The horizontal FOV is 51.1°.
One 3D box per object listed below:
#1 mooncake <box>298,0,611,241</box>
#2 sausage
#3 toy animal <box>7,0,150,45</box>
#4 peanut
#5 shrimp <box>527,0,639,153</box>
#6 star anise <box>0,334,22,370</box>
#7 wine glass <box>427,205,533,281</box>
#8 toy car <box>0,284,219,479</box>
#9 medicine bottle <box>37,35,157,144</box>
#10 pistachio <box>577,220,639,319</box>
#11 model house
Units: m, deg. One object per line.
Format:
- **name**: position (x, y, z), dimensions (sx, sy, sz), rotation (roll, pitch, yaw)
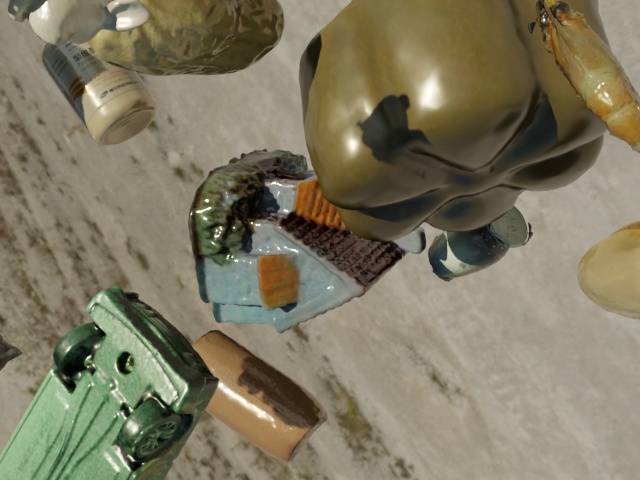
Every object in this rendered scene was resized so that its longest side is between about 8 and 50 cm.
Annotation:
- **mooncake**: position (0.199, -0.185, 0.983), dimensions (0.467, 0.468, 0.262), rotation (121, 140, -63)
- **sausage**: position (-0.107, 0.256, 1.083), dimensions (0.253, 0.123, 0.123), rotation (30, 146, 25)
- **toy animal**: position (-0.207, -0.194, 0.522), dimensions (0.124, 0.085, 0.071), rotation (42, -174, -39)
- **peanut**: position (-0.159, -0.283, 0.846), dimensions (0.152, 0.313, 0.152), rotation (6, 102, 32)
- **shrimp**: position (0.231, -0.138, 0.558), dimensions (0.042, 0.101, 0.190), rotation (-41, 61, 31)
- **star anise**: position (-0.427, 0.120, 0.657), dimensions (0.229, 0.237, 0.093), rotation (-101, 25, -61)
- **wine glass**: position (0.301, 0.003, 1.302), dimensions (0.111, 0.111, 0.204), rotation (55, 144, 2)
- **toy car**: position (-0.208, 0.199, 0.581), dimensions (0.141, 0.320, 0.097), rotation (39, -166, 27)
- **medicine bottle**: position (-0.365, -0.276, 1.038), dimensions (0.252, 0.114, 0.114), rotation (55, 156, 5)
- **pistachio**: position (0.454, 0.046, 0.942), dimensions (0.144, 0.144, 0.215), rotation (55, 167, 1)
- **model house**: position (0.000, 0.000, 1.229), dimensions (0.339, 0.360, 0.297), rotation (8, 108, 24)
